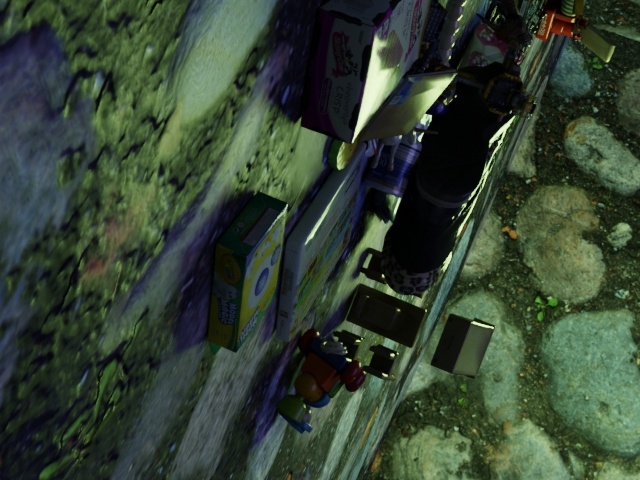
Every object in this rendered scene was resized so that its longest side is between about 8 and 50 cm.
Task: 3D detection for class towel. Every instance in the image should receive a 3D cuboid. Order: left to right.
[{"bbox_3d":[0.167,-0.171,2.007,0.209,0.034,0.285,46,66,-76],"label":"towel"}]

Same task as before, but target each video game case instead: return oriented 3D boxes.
[{"bbox_3d":[0.000,0.000,1.609,0.206,0.026,0.227,98,17,-47],"label":"video game case"}]

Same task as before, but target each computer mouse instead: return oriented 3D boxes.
[{"bbox_3d":[0.364,-0.529,2.244,0.071,0.041,0.242,-36,154,-52],"label":"computer mouse"}]

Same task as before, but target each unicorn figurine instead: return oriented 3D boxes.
[{"bbox_3d":[0.107,-0.159,1.673,0.162,0.060,0.111,-109,-155,-47],"label":"unicorn figurine"}]

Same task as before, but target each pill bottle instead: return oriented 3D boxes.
[{"bbox_3d":[0.118,-0.132,1.782,0.067,0.067,0.120,8,104,-77],"label":"pill bottle"}]

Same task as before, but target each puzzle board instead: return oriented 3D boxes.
[{"bbox_3d":[0.113,-0.179,1.512,0.096,0.011,0.128,-12,152,-41],"label":"puzzle board"}]

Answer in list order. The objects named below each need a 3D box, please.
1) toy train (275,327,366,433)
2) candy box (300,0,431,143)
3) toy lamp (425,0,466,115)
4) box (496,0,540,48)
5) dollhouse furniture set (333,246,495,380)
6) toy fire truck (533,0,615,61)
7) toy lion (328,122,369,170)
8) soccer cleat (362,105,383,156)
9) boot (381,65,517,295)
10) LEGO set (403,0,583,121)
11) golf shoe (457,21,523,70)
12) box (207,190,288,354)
[{"bbox_3d":[-0.016,0.219,1.775,0.143,0.105,0.248,-52,165,-8],"label":"toy train"},{"bbox_3d":[0.062,-0.241,1.349,0.233,0.071,0.159,-55,162,-47],"label":"candy box"},{"bbox_3d":[0.199,-0.330,1.777,0.080,0.080,0.275,-52,163,-51],"label":"toy lamp"},{"bbox_3d":[0.434,-0.500,2.493,0.295,0.073,0.293,-49,158,-58],"label":"box"},{"bbox_3d":[0.172,0.156,2.084,0.161,0.242,0.212,20,92,-65],"label":"dollhouse furniture set"},{"bbox_3d":[0.589,-0.541,2.669,0.217,0.246,0.158,97,19,-50],"label":"toy fire truck"},{"bbox_3d":[0.041,-0.145,1.530,0.096,0.034,0.100,-50,159,-34],"label":"toy lion"},{"bbox_3d":[0.071,-0.159,1.631,0.035,0.029,0.083,-10,118,-47],"label":"soccer cleat"},{"bbox_3d":[0.218,-0.105,1.964,0.377,0.138,0.284,-66,175,-46],"label":"boot"},{"bbox_3d":[0.238,-0.304,1.550,0.331,0.255,0.192,-61,-162,20],"label":"LEGO set"},{"bbox_3d":[0.304,-0.325,2.219,0.140,0.115,0.306,-47,-175,37],"label":"golf shoe"},{"bbox_3d":[-0.084,0.045,1.289,0.105,0.043,0.179,-56,164,-44],"label":"box"}]
